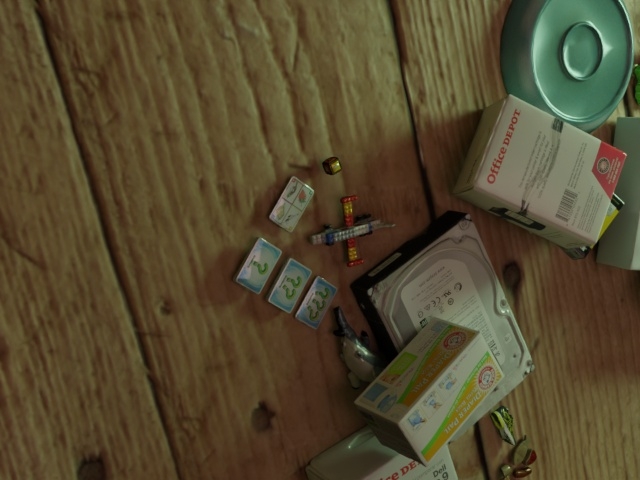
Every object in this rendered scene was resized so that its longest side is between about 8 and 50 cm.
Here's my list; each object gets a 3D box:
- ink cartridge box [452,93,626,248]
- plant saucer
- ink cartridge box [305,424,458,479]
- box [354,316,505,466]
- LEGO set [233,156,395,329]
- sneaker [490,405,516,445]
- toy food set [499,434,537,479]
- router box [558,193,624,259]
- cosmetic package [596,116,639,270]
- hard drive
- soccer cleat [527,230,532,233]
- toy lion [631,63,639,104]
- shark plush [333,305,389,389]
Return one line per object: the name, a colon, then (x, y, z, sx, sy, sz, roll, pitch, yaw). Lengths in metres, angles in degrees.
ink cartridge box: (0.364, -0.112, 1.511, 0.237, 0.100, 0.172, 24, 80, -11)
plant saucer: (0.454, -0.335, 1.608, 0.317, 0.044, 0.317, -5, 100, -30)
ink cartridge box: (0.125, 0.457, 1.494, 0.211, 0.121, 0.289, -28, 110, -24)
box: (0.173, 0.231, 1.410, 0.203, 0.114, 0.103, -44, 120, -21)
LEGO set: (0.000, 0.000, 1.388, 0.182, 0.060, 0.244, 35, 80, -33)
sneaker: (0.344, 0.340, 1.655, 0.035, 0.031, 0.083, -38, 114, -21)
toy food set: (0.368, 0.432, 1.694, 0.122, 0.019, 0.078, -50, 119, -23)
router box: (0.432, -0.073, 1.603, 0.179, 0.046, 0.133, 41, 76, -8)
cosmetic package: (0.722, -0.083, 1.772, 0.377, 0.097, 0.284, 3, 95, -31)
hard drive: (0.217, 0.151, 1.535, 0.237, 0.064, 0.339, -35, 114, -21)
soccer cleat: (0.405, -0.039, 1.635, 0.083, 0.029, 0.035, -23, 117, -22)
toy lion: (0.634, -0.309, 1.725, 0.100, 0.034, 0.096, -44, 123, -18)
shark plush: (0.059, 0.176, 1.468, 0.161, 0.073, 0.067, 49, 47, -12)
